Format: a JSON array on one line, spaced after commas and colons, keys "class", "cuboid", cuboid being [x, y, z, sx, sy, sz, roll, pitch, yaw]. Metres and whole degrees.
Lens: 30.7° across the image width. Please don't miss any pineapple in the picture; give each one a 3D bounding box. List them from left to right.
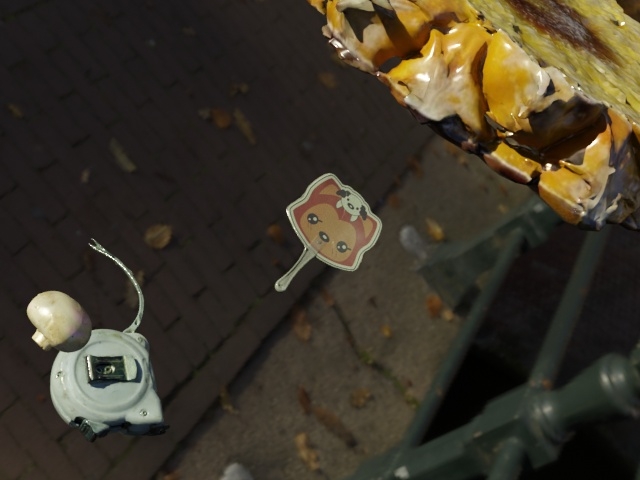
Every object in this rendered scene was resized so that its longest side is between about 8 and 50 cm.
[{"class": "pineapple", "cuboid": [0.058, -0.072, 0.389, 0.221, 0.047, 0.221, 30, 22, -14]}]

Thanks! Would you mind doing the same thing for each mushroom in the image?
[{"class": "mushroom", "cuboid": [-0.314, 0.100, 1.395, 0.083, 0.067, 0.083, 44, -4, 4]}]

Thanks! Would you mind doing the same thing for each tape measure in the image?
[{"class": "tape measure", "cuboid": [-0.316, 0.123, 1.656, 0.164, 0.084, 0.330, -1, 61, -33]}]

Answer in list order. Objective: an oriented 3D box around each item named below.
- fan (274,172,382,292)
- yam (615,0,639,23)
[{"class": "fan", "cuboid": [0.000, 0.000, 1.625, 0.132, 0.009, 0.220, 44, 53, -3]}, {"class": "yam", "cuboid": [0.130, -0.192, 0.610, 0.238, 0.128, 0.129, 51, 63, -31]}]
